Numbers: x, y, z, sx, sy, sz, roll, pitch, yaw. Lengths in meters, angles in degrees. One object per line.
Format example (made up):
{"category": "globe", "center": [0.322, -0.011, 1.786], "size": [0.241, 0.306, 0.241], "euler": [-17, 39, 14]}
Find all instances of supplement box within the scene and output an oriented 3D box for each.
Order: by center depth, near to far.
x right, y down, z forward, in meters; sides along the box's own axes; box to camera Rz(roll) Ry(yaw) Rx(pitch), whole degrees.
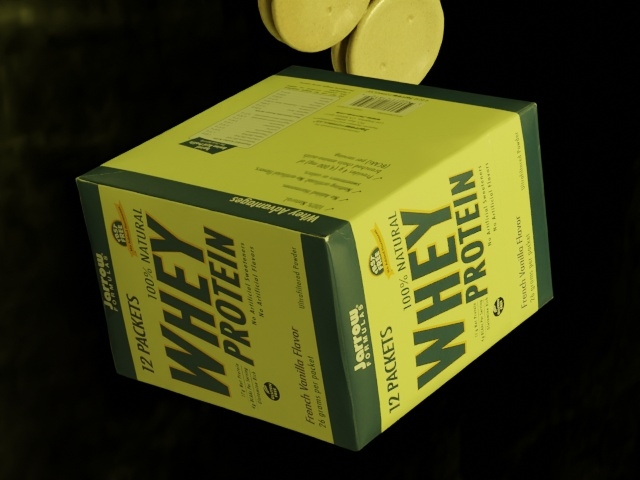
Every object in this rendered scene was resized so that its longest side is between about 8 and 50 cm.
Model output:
{"category": "supplement box", "center": [0.000, 0.000, 0.437], "size": [0.083, 0.083, 0.056], "euler": [-33, 124, -41]}

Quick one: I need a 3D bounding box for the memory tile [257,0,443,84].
{"category": "memory tile", "center": [0.026, -0.117, 0.467], "size": [0.113, 0.012, 0.148], "euler": [28, 93, -51]}
